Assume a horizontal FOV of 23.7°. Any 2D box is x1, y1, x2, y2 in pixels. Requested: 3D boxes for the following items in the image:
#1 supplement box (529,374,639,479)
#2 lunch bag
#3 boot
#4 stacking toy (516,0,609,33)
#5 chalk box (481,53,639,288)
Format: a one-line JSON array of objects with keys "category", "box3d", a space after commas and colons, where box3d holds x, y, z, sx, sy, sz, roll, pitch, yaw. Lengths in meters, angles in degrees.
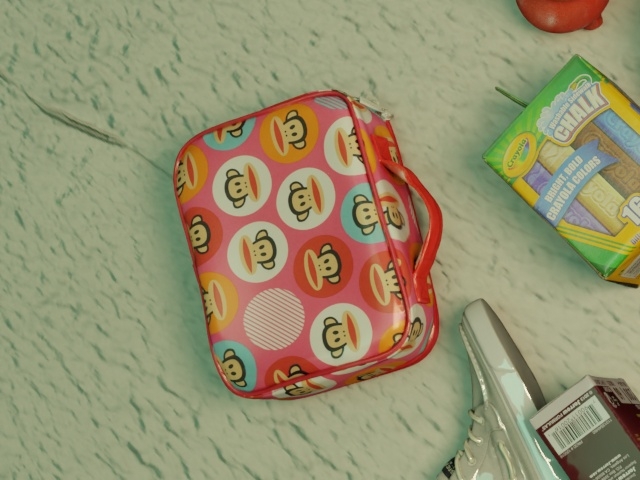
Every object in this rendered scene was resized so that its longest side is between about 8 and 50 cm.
[{"category": "supplement box", "box3d": [0.297, 0.236, 1.357, 0.073, 0.130, 0.239, -40, 70, 16]}, {"category": "lunch bag", "box3d": [0.000, 0.000, 1.535, 0.258, 0.120, 0.293, -18, 76, 23]}, {"category": "boot", "box3d": [0.160, 0.192, 1.447, 0.123, 0.095, 0.258, -27, 74, 14]}, {"category": "stacking toy", "box3d": [0.350, -0.255, 1.431, 0.309, 0.130, 0.279, 38, 75, 22]}, {"category": "chalk box", "box3d": [0.250, -0.077, 1.416, 0.132, 0.132, 0.213, -47, 68, 14]}]
